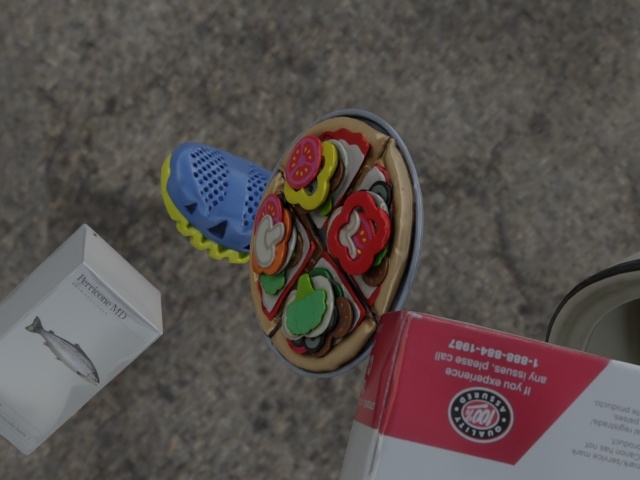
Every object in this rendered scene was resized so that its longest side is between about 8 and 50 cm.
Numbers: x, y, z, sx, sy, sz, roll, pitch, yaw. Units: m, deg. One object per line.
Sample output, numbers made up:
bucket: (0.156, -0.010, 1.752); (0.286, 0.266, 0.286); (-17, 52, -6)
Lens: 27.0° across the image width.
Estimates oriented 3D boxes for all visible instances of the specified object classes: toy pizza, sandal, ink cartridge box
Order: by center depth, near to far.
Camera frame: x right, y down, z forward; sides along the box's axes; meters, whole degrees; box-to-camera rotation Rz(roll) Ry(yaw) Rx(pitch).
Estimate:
ink cartridge box: (0.110, 0.211, 0.765); (0.226, 0.131, 0.306); (15, 87, -4)
toy pizza: (0.000, 0.000, 0.979); (0.032, 0.201, 0.201); (11, 58, -37)
sandal: (-0.018, -0.030, 1.383); (0.317, 0.138, 0.126); (22, 48, -31)

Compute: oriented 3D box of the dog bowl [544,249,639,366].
dog bowl: (0.406, 0.145, 1.157); (0.408, 0.408, 0.150); (47, 59, 2)

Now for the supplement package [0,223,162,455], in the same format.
supplement package: (-0.247, 0.091, 1.244); (0.105, 0.179, 0.105); (45, 9, -20)
